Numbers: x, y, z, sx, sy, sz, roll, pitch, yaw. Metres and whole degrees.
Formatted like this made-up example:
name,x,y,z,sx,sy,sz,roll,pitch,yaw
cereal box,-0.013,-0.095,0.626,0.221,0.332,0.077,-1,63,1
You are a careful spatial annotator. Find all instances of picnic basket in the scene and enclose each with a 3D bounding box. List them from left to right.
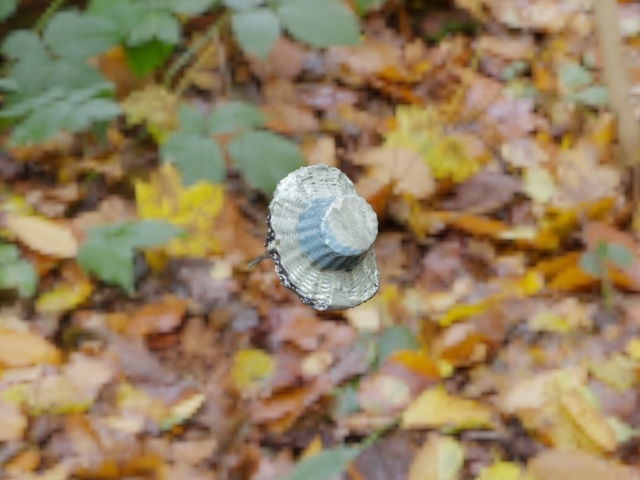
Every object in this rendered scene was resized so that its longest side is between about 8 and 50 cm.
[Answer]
name,x,y,z,sx,sy,sz,roll,pitch,yaw
picnic basket,0.000,0.000,0.919,0.065,0.083,0.083,-15,-5,-22
